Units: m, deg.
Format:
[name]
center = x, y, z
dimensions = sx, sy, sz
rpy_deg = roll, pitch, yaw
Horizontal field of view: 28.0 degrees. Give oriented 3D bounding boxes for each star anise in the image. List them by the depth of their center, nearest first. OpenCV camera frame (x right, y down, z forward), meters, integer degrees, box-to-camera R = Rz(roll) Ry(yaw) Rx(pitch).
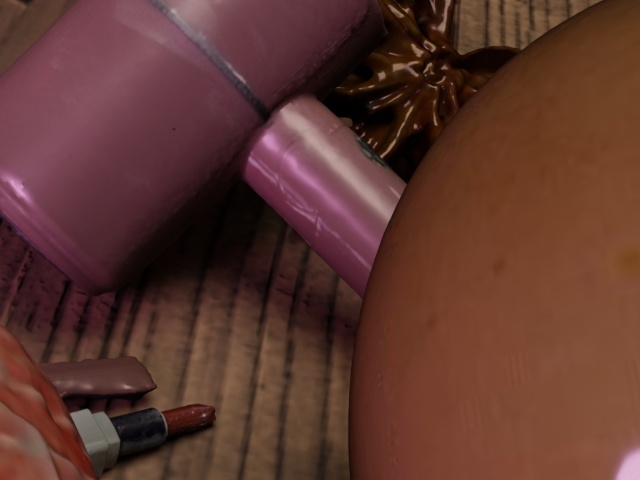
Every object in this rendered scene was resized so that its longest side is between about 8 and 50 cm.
[star anise]
center = 0.053, -0.085, 0.786
dimensions = 0.212, 0.111, 0.196
rpy_deg = 25, 51, -26

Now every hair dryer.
[hair dryer]
center = 0.000, 0.000, 0.653
dimensions = 0.210, 0.125, 0.352
rpy_deg = -45, 84, -6

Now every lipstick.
[lipstick]
center = -0.095, 0.092, 0.603
dimensions = 0.107, 0.025, 0.025
rpy_deg = -10, 46, -34

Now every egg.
[egg]
center = 0.159, 0.077, 0.465
dimensions = 0.301, 0.301, 0.374
rpy_deg = 6, 58, -8

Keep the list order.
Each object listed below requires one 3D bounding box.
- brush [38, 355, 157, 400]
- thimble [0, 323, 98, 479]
[brush]
center = -0.212, 0.079, 0.559
dimensions = 0.301, 0.071, 0.084
rpy_deg = -7, 40, -31
[thimble]
center = -0.164, 0.134, 0.374
dimensions = 0.239, 0.239, 0.162
rpy_deg = -12, 49, -27
